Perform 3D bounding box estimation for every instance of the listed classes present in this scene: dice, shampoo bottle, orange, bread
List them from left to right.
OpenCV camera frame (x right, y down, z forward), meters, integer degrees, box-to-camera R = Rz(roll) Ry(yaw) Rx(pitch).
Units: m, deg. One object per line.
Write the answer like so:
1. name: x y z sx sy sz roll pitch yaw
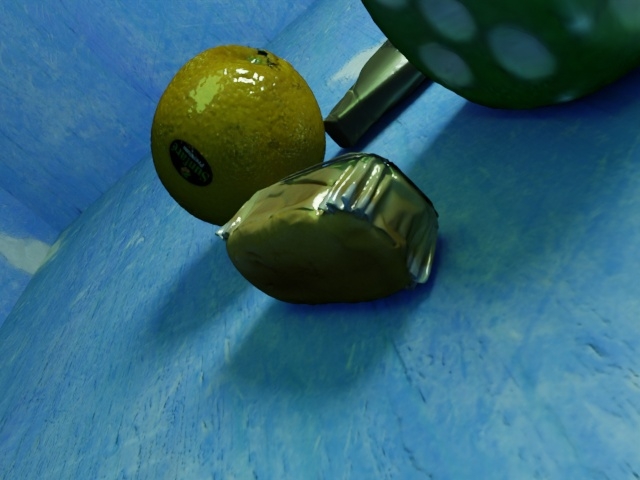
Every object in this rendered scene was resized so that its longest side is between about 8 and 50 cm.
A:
1. orange: -0.121 -0.154 0.841 0.274 0.274 0.274 -34 28 21
2. bread: 0.000 0.000 0.595 0.241 0.136 0.107 -12 42 49
3. shampoo bottle: 0.139 -0.294 0.893 0.350 0.084 0.126 -48 28 -5
4. dice: 0.222 -0.332 0.569 0.297 0.300 0.287 -49 26 -5
